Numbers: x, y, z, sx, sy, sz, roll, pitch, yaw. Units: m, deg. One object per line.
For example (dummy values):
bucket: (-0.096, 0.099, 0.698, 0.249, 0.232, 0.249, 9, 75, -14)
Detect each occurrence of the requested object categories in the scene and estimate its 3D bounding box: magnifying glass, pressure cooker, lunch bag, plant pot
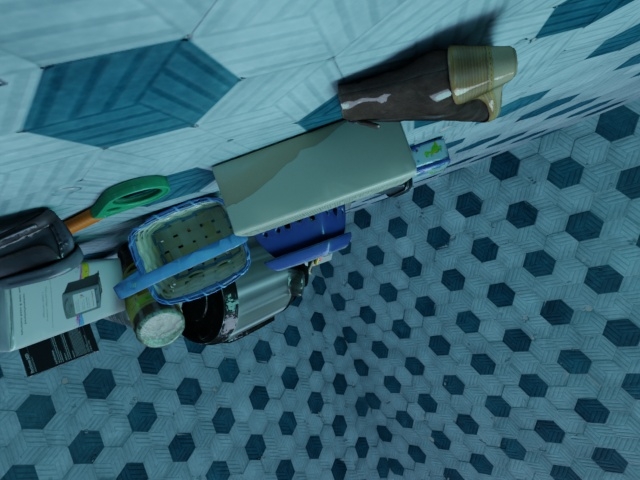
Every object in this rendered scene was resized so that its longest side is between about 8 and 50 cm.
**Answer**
magnifying glass: (-0.338, -0.053, 0.654, 0.231, 0.026, 0.092, -21, 179, 22)
pressure cooker: (-0.265, 0.110, 1.356, 0.421, 0.369, 0.375, -20, 160, -51)
lunch bag: (0.292, -0.230, 1.248, 0.176, 0.090, 0.219, -17, 179, 8)
plant pot: (-0.052, -0.046, 1.154, 0.236, 0.211, 0.236, -19, 180, 22)

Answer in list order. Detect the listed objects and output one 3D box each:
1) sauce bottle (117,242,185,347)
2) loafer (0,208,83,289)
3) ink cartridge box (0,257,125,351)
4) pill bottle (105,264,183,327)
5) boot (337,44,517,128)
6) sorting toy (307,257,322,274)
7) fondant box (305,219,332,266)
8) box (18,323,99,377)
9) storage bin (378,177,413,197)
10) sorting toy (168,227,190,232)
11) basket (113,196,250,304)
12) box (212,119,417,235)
sauce bottle: (-0.433, 0.113, 1.005, 0.112, 0.111, 0.344, -19, -141, -28)
loafer: (-0.507, 0.028, 0.572, 0.303, 0.095, 0.109, -15, -152, -14)
ink cartridge box: (-0.565, 0.110, 0.783, 0.227, 0.131, 0.306, -3, -177, 5)
pill bottle: (-0.558, 0.155, 1.172, 0.284, 0.161, 0.161, 12, -171, 16)
boot: (0.142, -0.202, 0.573, 0.207, 0.090, 0.248, -7, -176, 16)
sorting toy: (0.000, 0.000, 1.427, 0.047, 0.195, 0.347, 15, -154, -8)
fondant box: (-0.057, -0.013, 1.723, 0.239, 0.096, 0.330, -19, 144, -22)
box: (-0.796, 0.240, 1.215, 0.185, 0.260, 0.103, -18, 179, -32)
storage bin: (0.124, -0.157, 0.848, 0.091, 0.135, 0.098, -8, 175, -27)
sorting toy: (-0.382, -0.021, 1.083, 0.102, 0.042, 0.061, -18, 179, -43)
basket: (-0.266, 0.022, 0.861, 0.255, 0.200, 0.289, -23, -172, -2)
box: (-0.008, -0.113, 0.717, 0.312, 0.121, 0.148, -19, 179, 1)
